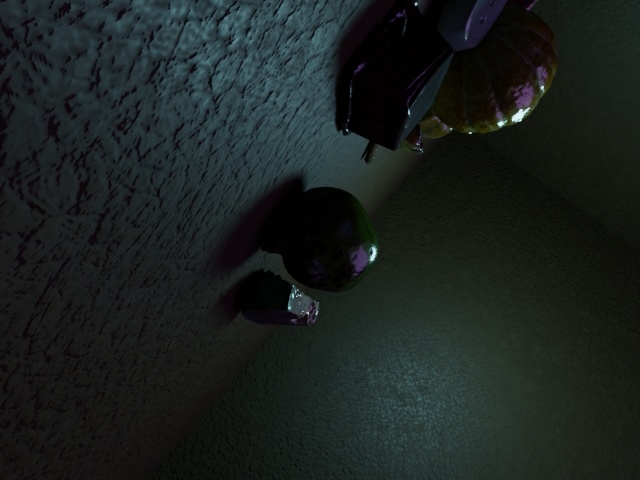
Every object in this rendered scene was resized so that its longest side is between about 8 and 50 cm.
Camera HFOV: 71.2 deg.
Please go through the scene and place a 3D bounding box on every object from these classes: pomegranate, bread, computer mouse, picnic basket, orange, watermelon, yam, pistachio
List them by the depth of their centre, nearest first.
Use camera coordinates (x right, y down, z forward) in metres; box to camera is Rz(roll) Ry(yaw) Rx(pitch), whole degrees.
[{"bbox_3d":[0.151,-0.296,0.872,0.222,0.129,0.297,-53,173,-5],"label":"picnic basket"},{"bbox_3d":[0.342,-0.547,0.950,0.160,0.097,0.288,4,118,-57],"label":"computer mouse"},{"bbox_3d":[0.000,0.000,1.037,0.254,0.271,0.254,-176,-90,-86],"label":"pomegranate"},{"bbox_3d":[0.211,-0.295,1.105,0.169,0.160,0.140,-52,172,6],"label":"bread"},{"bbox_3d":[0.411,-0.432,1.126,0.329,0.329,0.249,-52,135,0],"label":"orange"},{"bbox_3d":[-0.100,0.167,1.294,0.318,0.226,0.148,139,-34,-67],"label":"watermelon"},{"bbox_3d":[0.162,-0.284,1.358,0.032,0.032,0.145,-48,170,-28],"label":"yam"},{"bbox_3d":[0.360,-0.421,1.484,0.213,0.162,0.260,-14,-167,-1],"label":"pistachio"}]

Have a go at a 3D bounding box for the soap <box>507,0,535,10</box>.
[{"bbox_3d":[0.597,-0.735,1.432,0.182,0.112,0.289,-41,-179,15],"label":"soap"}]
